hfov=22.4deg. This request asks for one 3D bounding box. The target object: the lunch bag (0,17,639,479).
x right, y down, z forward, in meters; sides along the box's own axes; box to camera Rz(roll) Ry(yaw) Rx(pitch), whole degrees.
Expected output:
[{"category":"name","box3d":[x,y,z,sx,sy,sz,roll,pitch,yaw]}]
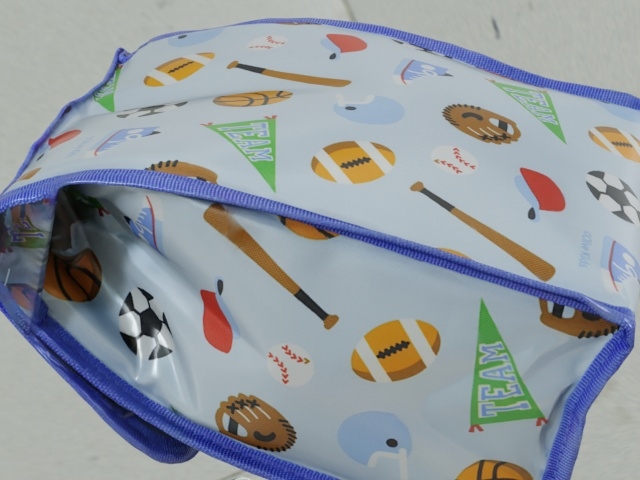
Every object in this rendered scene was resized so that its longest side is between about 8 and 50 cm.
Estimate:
[{"category":"lunch bag","box3d":[0.000,0.000,1.067,0.385,0.328,0.239,19,118,2]}]

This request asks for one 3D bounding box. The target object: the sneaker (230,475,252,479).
[{"category":"sneaker","box3d":[-0.088,0.331,1.657,0.094,0.258,0.091,13,111,-16]}]
